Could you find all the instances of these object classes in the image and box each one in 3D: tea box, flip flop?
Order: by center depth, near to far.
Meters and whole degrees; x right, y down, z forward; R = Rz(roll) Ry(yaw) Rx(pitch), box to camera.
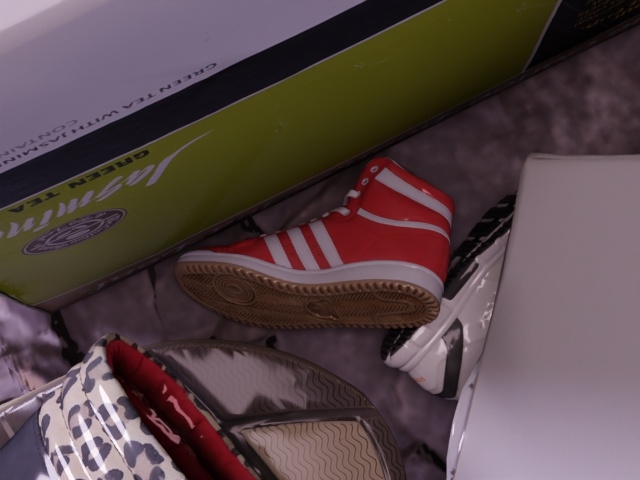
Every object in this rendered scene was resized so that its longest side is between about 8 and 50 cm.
[{"bbox_3d":[-0.023,-0.152,0.469,0.329,0.323,0.220,-27,81,-4],"label":"tea box"},{"bbox_3d":[-0.100,0.113,0.560,0.277,0.080,0.112,-21,86,13],"label":"flip flop"}]

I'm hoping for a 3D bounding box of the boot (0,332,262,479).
[{"bbox_3d":[-0.074,0.164,0.453,0.178,0.085,0.236,-42,65,9],"label":"boot"}]

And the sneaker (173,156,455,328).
[{"bbox_3d":[0.000,0.000,0.588,0.119,0.042,0.067,3,54,22],"label":"sneaker"}]

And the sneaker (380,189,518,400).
[{"bbox_3d":[0.074,0.021,0.590,0.044,0.040,0.109,42,87,-10],"label":"sneaker"}]

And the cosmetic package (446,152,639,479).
[{"bbox_3d":[0.214,0.092,0.398,0.156,0.385,0.217,20,82,-34],"label":"cosmetic package"}]
